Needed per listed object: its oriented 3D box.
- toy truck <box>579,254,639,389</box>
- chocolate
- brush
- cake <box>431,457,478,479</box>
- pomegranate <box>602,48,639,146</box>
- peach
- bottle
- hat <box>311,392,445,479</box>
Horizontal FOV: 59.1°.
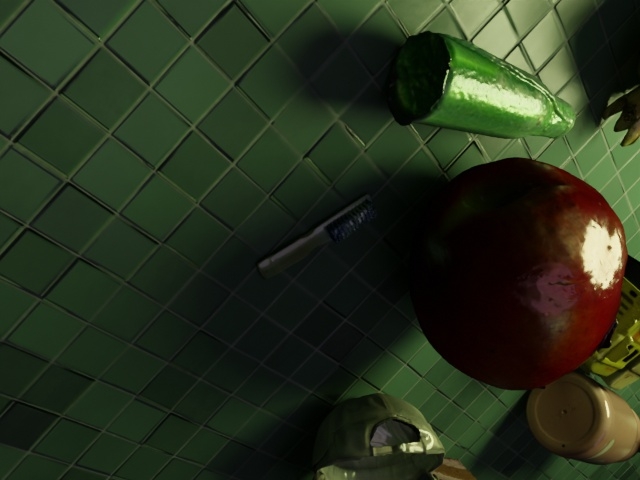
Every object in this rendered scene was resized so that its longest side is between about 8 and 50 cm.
[{"bbox_3d":[0.598,0.170,1.099,0.405,0.181,0.254,22,112,-41],"label":"toy truck"},{"bbox_3d":[0.222,-0.179,0.719,0.291,0.110,0.110,4,115,-35],"label":"chocolate"},{"bbox_3d":[0.000,0.000,0.737,0.178,0.030,0.033,-33,139,-10],"label":"brush"},{"bbox_3d":[0.204,0.452,1.069,0.295,0.116,0.113,15,110,-35],"label":"cake"},{"bbox_3d":[0.548,-0.229,0.818,0.198,0.198,0.246,12,113,-35],"label":"pomegranate"},{"bbox_3d":[0.265,0.064,0.777,0.281,0.281,0.338,-32,125,-10],"label":"peach"},{"bbox_3d":[0.599,0.402,1.216,0.296,0.206,0.173,30,77,-40],"label":"bottle"},{"bbox_3d":[0.081,0.375,0.912,0.231,0.161,0.275,4,108,-5],"label":"hat"}]
